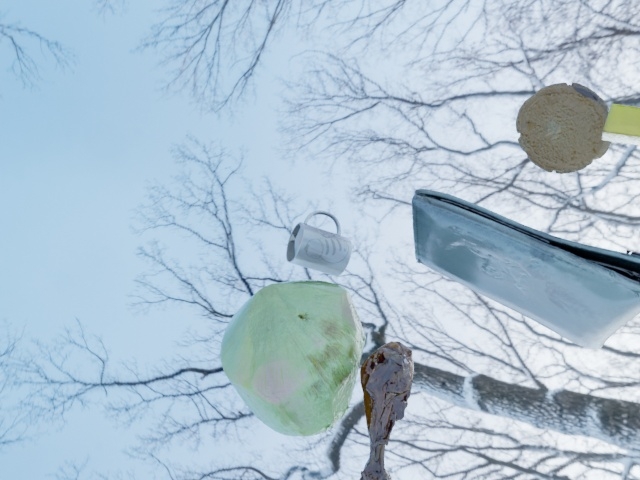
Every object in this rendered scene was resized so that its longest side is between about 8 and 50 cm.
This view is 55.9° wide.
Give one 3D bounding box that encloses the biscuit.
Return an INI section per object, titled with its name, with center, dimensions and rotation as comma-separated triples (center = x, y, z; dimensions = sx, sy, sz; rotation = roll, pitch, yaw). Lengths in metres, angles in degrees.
[biscuit]
center = 0.575, -0.265, 1.431
dimensions = 0.042, 0.226, 0.225
rotation = -23, -84, -50

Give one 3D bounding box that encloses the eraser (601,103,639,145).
[eraser]
center = 0.476, -0.160, 0.871
dimensions = 0.097, 0.123, 0.045
rotation = -1, -75, -67

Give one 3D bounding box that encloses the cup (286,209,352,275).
[cup]
center = 0.002, 0.005, 1.417
dimensions = 0.133, 0.099, 0.135
rotation = 18, -78, -19

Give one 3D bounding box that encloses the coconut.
[coconut]
center = -0.054, 0.219, 1.226
dimensions = 0.329, 0.281, 0.328
rotation = -10, -76, -44

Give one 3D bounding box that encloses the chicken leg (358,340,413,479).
[chicken leg]
center = 0.111, 0.339, 1.137
dimensions = 0.113, 0.093, 0.304
rotation = 16, -97, -43

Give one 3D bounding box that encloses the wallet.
[wallet]
center = 0.253, 0.035, 0.768
dimensions = 0.291, 0.251, 0.054
rotation = 27, -105, 17
